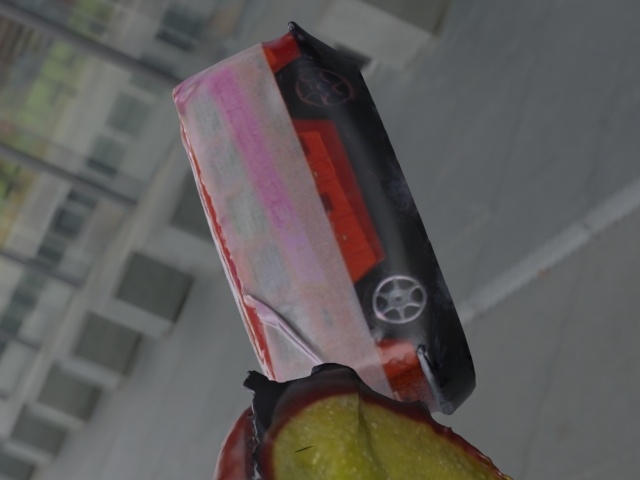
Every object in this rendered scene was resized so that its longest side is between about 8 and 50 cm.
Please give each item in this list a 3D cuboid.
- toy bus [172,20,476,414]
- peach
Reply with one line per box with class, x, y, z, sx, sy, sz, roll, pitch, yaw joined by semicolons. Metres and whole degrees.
toy bus;0.000;0.000;1.231;0.127;0.147;0.303;67;-176;-69
peach;0.043;0.263;1.000;0.201;0.361;0.258;-49;8;37
